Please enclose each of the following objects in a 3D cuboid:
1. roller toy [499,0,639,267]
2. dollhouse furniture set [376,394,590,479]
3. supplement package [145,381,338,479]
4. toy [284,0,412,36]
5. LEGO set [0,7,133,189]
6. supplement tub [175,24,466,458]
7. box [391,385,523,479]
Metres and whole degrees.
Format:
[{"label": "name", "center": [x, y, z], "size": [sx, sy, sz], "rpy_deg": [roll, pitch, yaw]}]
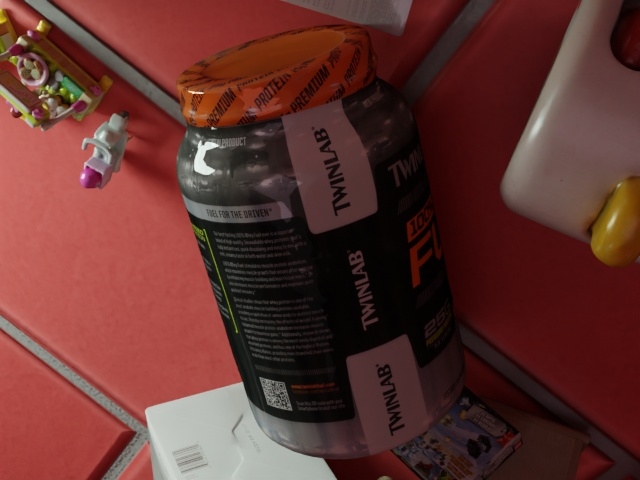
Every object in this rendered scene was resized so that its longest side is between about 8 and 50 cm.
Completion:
[{"label": "roller toy", "center": [0.231, -0.086, 0.713], "size": [0.146, 0.209, 0.191], "rpy_deg": [24, 104, 8]}, {"label": "dollhouse furniture set", "center": [0.186, 0.336, 1.056], "size": [0.303, 0.174, 0.355], "rpy_deg": [20, 148, 9]}, {"label": "supplement package", "center": [-0.083, 0.292, 1.026], "size": [0.149, 0.194, 0.203], "rpy_deg": [-12, 121, -20]}, {"label": "toy", "center": [-0.024, -0.270, 0.801], "size": [0.237, 0.056, 0.137], "rpy_deg": [19, 119, 6]}, {"label": "LEGO set", "center": [-0.327, -0.150, 0.958], "size": [0.287, 0.107, 0.132], "rpy_deg": [23, 123, 9]}, {"label": "supplement tub", "center": [0.000, 0.000, 0.849], "size": [0.207, 0.207, 0.338], "rpy_deg": [-4, 116, 24]}, {"label": "box", "center": [0.112, 0.179, 0.937], "size": [0.137, 0.094, 0.027], "rpy_deg": [39, 163, 39]}]
